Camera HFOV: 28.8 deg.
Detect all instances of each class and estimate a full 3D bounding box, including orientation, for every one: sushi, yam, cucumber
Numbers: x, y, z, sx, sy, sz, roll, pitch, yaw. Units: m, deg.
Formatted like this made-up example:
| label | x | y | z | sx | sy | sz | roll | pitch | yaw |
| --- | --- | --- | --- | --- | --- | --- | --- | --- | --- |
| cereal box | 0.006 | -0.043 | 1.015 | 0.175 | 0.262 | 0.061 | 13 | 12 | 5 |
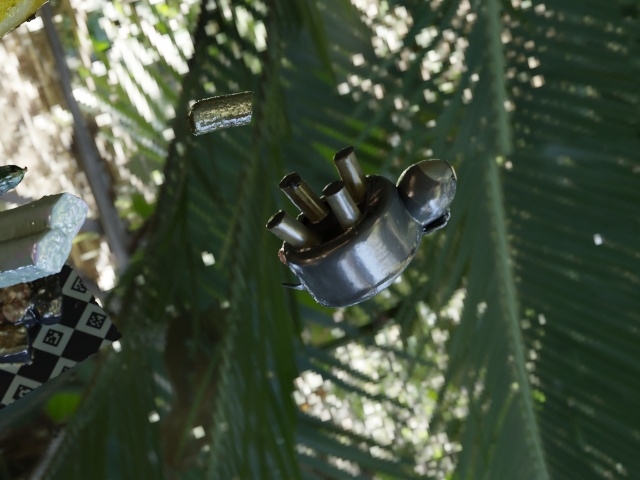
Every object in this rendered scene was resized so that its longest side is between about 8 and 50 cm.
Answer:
| label | x | y | z | sx | sy | sz | roll | pitch | yaw |
| --- | --- | --- | --- | --- | --- | --- | --- | --- | --- |
| sushi | -0.440 | 0.102 | 1.795 | 0.219 | 0.231 | 0.047 | -31 | 153 | -19 |
| yam | -0.123 | -0.161 | 1.569 | 0.094 | 0.043 | 0.043 | -13 | -171 | -25 |
| cucumber | -0.703 | -0.091 | 2.390 | 0.293 | 0.068 | 0.067 | -16 | -168 | -11 |

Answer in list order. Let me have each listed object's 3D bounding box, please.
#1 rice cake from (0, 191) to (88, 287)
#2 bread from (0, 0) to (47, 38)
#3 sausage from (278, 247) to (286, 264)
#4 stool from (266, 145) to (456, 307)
| label | x | y | z | sx | sy | sz | roll | pitch | yaw |
| --- | --- | --- | --- | --- | --- | --- | --- | --- | --- |
| rice cake | -0.304 | 0.004 | 1.248 | 0.226 | 0.040 | 0.085 | -11 | -122 | 53 |
| bread | -0.508 | -0.326 | 1.445 | 0.328 | 0.148 | 0.337 | 24 | -137 | 16 |
| sausage | 0.000 | 0.000 | 1.778 | 0.147 | 0.035 | 0.030 | -25 | -135 | -36 |
| stool | 0.041 | -0.031 | 1.460 | 0.228 | 0.139 | 0.153 | -44 | -153 | -15 |
